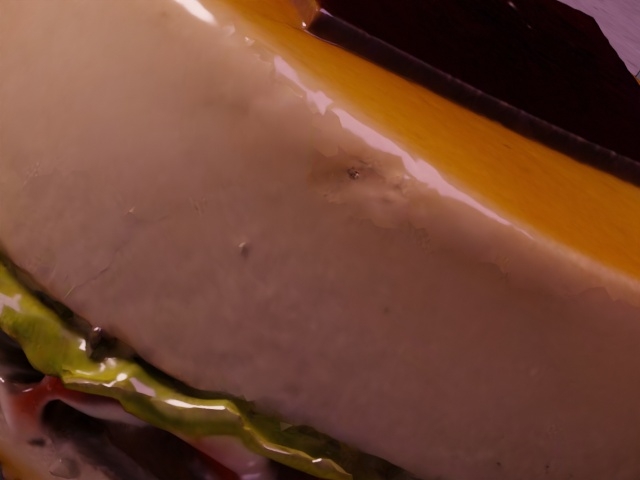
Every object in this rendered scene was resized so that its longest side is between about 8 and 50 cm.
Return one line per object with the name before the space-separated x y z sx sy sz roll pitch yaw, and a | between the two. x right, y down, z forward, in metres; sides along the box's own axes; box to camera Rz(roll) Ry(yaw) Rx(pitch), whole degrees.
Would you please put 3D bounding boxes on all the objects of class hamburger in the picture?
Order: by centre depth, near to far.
hamburger | 0.000 0.000 0.567 0.300 0.176 0.300 28 26 -15

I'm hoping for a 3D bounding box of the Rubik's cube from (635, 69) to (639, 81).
Rubik's cube | 0.384 -0.088 1.202 0.288 0.283 0.293 31 16 -1
